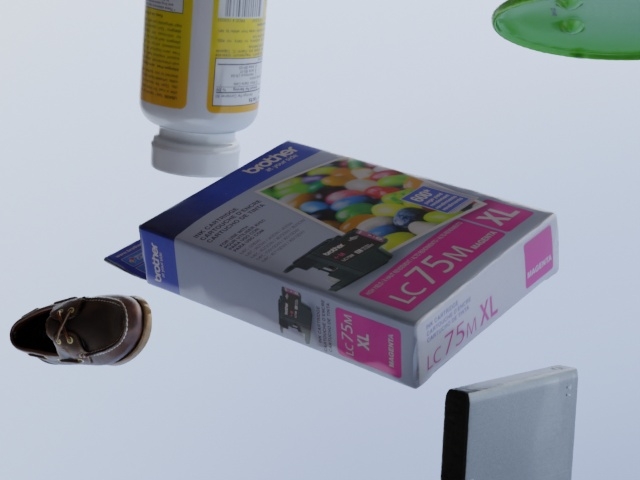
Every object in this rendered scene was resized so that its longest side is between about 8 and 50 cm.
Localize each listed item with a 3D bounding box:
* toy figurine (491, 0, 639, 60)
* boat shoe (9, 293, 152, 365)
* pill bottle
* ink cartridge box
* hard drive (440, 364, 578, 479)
[{"bbox_3d":[0.158,-0.193,0.661,0.130,0.173,0.159,3,-95,15],"label":"toy figurine"},{"bbox_3d":[-0.252,0.095,1.298,0.207,0.073,0.073,-18,-113,49],"label":"boat shoe"},{"bbox_3d":[-0.114,-0.170,1.209,0.118,0.208,0.117,5,-165,-1],"label":"pill bottle"},{"bbox_3d":[0.000,0.000,0.961,0.311,0.065,0.186,16,-145,36],"label":"ink cartridge box"},{"bbox_3d":[0.128,0.138,0.847,0.022,0.135,0.094,8,-82,41],"label":"hard drive"}]
